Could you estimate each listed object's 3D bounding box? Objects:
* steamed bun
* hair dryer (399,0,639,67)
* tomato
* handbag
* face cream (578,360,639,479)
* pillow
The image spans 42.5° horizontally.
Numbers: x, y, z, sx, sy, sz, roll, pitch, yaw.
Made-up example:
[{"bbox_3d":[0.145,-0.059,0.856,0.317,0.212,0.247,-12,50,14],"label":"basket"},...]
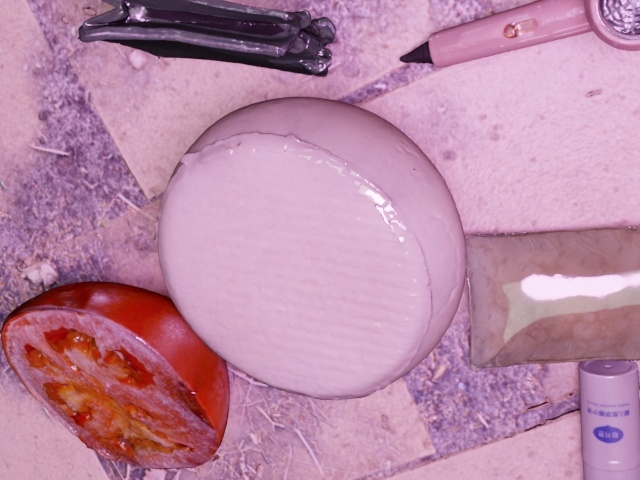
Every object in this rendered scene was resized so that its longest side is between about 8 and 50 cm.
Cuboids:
[{"bbox_3d":[0.000,0.000,1.003,0.374,0.241,0.375,11,118,22],"label":"steamed bun"},{"bbox_3d":[0.246,-0.246,0.952,0.344,0.189,0.107,-11,104,28],"label":"hair dryer"},{"bbox_3d":[-0.259,0.162,1.124,0.338,0.144,0.338,15,134,15],"label":"tomato"},{"bbox_3d":[-0.122,-0.249,0.969,0.260,0.247,0.079,9,99,10],"label":"handbag"},{"bbox_3d":[0.386,0.283,1.089,0.077,0.077,0.250,-5,102,12],"label":"face cream"},{"bbox_3d":[0.338,0.073,1.045,0.302,0.075,0.185,-4,95,12],"label":"pillow"}]
